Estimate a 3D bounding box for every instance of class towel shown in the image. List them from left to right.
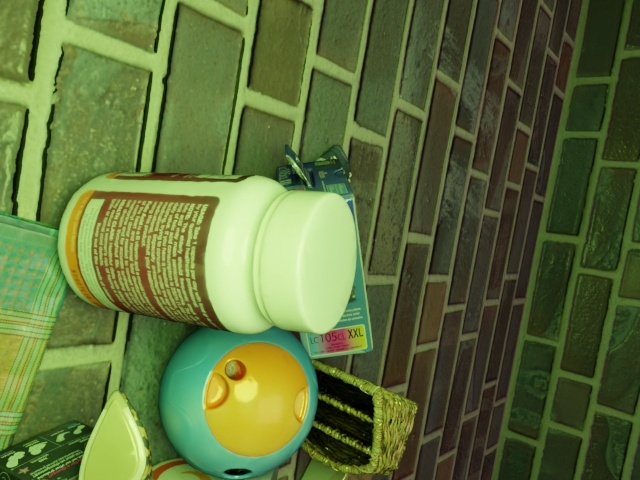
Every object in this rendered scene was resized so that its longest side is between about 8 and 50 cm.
[{"bbox_3d":[-0.498,0.131,0.708,0.271,0.040,0.370,22,83,-50],"label":"towel"}]

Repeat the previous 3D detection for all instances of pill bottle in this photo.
[{"bbox_3d":[-0.161,0.015,0.776,0.224,0.392,0.224,-22,114,-62],"label":"pill bottle"}]

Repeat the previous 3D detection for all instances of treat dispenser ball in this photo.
[{"bbox_3d":[-0.147,0.282,0.972,0.288,0.288,0.288,-16,112,-47],"label":"treat dispenser ball"}]

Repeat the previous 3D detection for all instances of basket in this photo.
[{"bbox_3d":[0.030,0.405,1.213,0.223,0.299,0.213,37,72,-51],"label":"basket"}]

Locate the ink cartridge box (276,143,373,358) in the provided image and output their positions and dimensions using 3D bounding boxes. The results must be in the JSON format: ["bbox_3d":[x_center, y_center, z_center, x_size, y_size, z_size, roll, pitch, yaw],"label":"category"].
[{"bbox_3d":[0.000,0.000,1.086,0.270,0.151,0.395,-101,-176,-67],"label":"ink cartridge box"}]

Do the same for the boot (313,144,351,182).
[{"bbox_3d":[0.052,-0.133,1.277,0.086,0.069,0.190,-46,130,-29],"label":"boot"}]

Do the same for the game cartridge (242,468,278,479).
[{"bbox_3d":[-0.129,0.530,1.005,0.297,0.062,0.198,80,16,-80],"label":"game cartridge"}]

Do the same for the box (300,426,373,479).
[{"bbox_3d":[0.050,0.636,1.436,0.311,0.121,0.148,-60,137,-21],"label":"box"}]

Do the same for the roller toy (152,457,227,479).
[{"bbox_3d":[-0.250,0.515,0.982,0.191,0.209,0.146,-20,118,-74],"label":"roller toy"}]

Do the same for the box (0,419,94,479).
[{"bbox_3d":[-0.397,0.433,0.799,0.163,0.142,0.247,-8,106,-64],"label":"box"}]

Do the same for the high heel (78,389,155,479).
[{"bbox_3d":[-0.285,0.352,0.795,0.186,0.093,0.261,111,-27,-79],"label":"high heel"}]
